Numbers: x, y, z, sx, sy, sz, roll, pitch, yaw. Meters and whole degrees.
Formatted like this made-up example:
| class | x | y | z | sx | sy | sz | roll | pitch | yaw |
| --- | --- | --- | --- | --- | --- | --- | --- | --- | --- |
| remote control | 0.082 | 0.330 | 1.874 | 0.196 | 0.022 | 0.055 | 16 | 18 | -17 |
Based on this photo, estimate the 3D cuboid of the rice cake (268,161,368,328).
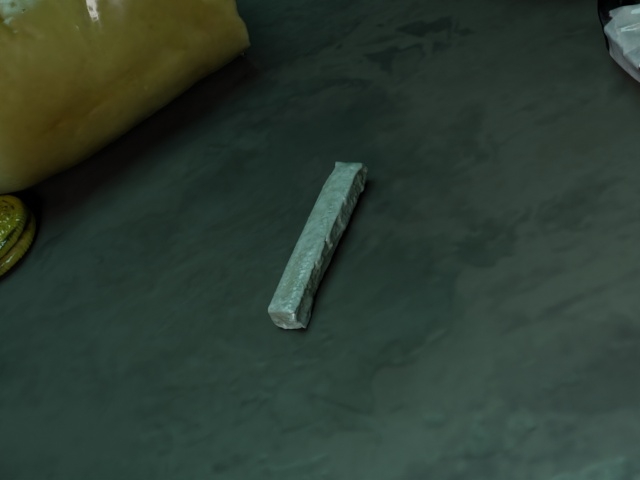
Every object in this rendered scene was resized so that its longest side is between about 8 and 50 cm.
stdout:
| class | x | y | z | sx | sy | sz | roll | pitch | yaw |
| --- | --- | --- | --- | --- | --- | --- | --- | --- | --- |
| rice cake | 0.000 | 0.000 | 0.562 | 0.022 | 0.022 | 0.121 | 5 | 56 | 29 |

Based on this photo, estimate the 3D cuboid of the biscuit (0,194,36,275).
| class | x | y | z | sx | sy | sz | roll | pitch | yaw |
| --- | --- | --- | --- | --- | --- | --- | --- | --- | --- |
| biscuit | -0.261 | 0.000 | 0.720 | 0.084 | 0.023 | 0.084 | -17 | 43 | 17 |

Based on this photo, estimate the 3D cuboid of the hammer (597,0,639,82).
| class | x | y | z | sx | sy | sz | roll | pitch | yaw |
| --- | --- | --- | --- | --- | --- | --- | --- | --- | --- |
| hammer | 0.353 | -0.215 | 0.534 | 0.426 | 0.044 | 0.152 | -32 | 41 | 0 |

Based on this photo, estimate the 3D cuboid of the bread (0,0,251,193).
| class | x | y | z | sx | sy | sz | roll | pitch | yaw |
| --- | --- | --- | --- | --- | --- | --- | --- | --- | --- |
| bread | -0.266 | -0.183 | 0.755 | 0.341 | 0.210 | 0.300 | -33 | 38 | -4 |
